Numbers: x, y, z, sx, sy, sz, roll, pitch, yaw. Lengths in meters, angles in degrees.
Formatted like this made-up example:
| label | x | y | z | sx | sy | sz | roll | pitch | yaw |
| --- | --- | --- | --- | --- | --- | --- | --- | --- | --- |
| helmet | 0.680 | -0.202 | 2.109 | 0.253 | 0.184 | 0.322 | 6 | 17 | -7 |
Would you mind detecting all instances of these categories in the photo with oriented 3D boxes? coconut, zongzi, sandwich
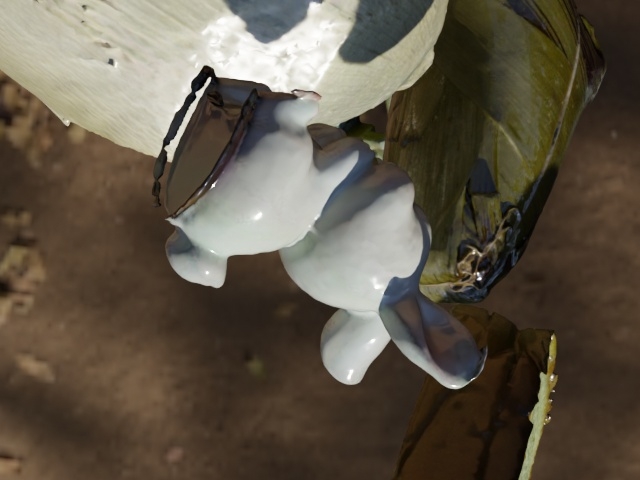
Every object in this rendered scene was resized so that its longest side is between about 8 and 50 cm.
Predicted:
| label | x | y | z | sx | sy | sz | roll | pitch | yaw |
| --- | --- | --- | --- | --- | --- | --- | --- | --- | --- |
| coconut | -0.072 | -0.212 | 1.297 | 0.360 | 0.346 | 0.346 | 39 | 122 | -13 |
| zongzi | 0.103 | -0.130 | 1.434 | 0.145 | 0.274 | 0.300 | 8 | 146 | 26 |
| sandwich | 0.070 | 0.159 | 1.011 | 0.065 | 0.214 | 0.186 | 13 | 144 | 11 |

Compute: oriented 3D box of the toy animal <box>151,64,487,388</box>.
| label | x | y | z | sx | sy | sz | roll | pitch | yaw |
| --- | --- | --- | --- | --- | --- | --- | --- | --- | --- |
| toy animal | 0.002 | -0.006 | 0.693 | 0.124 | 0.085 | 0.071 | 29 | 161 | -29 |

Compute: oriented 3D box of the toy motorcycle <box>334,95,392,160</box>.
| label | x | y | z | sx | sy | sz | roll | pitch | yaw |
| --- | --- | --- | --- | --- | --- | --- | --- | --- | --- |
| toy motorcycle | 0.075 | -0.208 | 2.116 | 0.169 | 0.410 | 0.237 | 9 | 114 | 35 |
